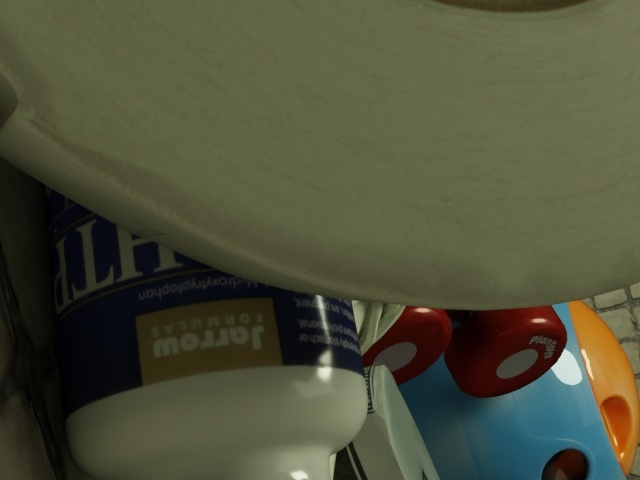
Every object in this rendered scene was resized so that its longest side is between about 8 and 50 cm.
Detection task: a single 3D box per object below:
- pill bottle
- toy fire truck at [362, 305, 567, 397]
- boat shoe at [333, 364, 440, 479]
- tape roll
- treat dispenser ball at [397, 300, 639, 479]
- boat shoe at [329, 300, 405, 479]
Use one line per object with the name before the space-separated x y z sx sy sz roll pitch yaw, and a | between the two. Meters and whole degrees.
pill bottle | -0.042 0.036 0.431 0.112 0.112 0.186 59 19 -70
toy fire truck | 0.111 -0.020 0.895 0.254 0.302 0.169 -56 -136 33
boat shoe | 0.044 0.231 0.836 0.113 0.105 0.306 -84 154 -57
tape roll | 0.037 -0.170 0.373 0.072 0.392 0.391 177 -100 -68
treat dispenser ball | 0.161 0.168 1.119 0.288 0.288 0.288 -12 90 -83
boat shoe | 0.002 0.004 0.656 0.135 0.157 0.367 69 11 -52
